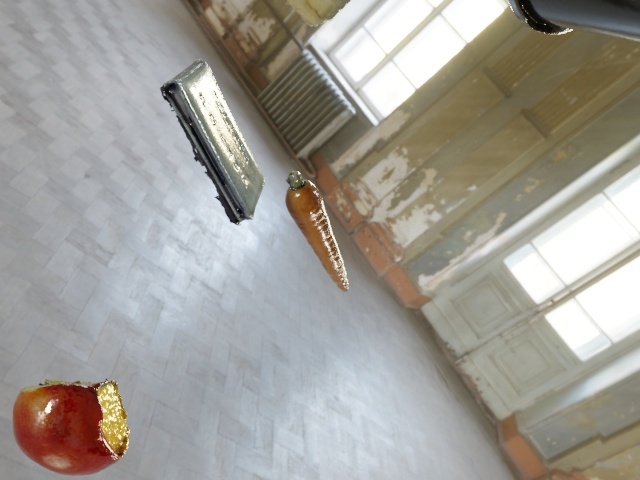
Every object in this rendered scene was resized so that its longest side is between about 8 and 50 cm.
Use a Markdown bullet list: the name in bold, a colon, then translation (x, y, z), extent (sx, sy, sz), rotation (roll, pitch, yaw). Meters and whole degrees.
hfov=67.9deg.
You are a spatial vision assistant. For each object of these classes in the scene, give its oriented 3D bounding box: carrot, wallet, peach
- **carrot**: translation (0.000, 0.000, 0.923), extent (0.069, 0.069, 0.335), rotation (-104, 173, -50)
- **wallet**: translation (-0.146, -0.145, 0.698), extent (0.167, 0.036, 0.222), rotation (-86, 156, -60)
- **peach**: translation (-0.325, 0.240, 0.619), extent (0.151, 0.151, 0.118), rotation (29, 54, -44)

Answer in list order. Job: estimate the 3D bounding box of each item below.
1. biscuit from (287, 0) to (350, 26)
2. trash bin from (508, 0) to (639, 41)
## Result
- **biscuit**: translation (0.003, -0.352, 0.503), extent (0.188, 0.040, 0.265), rotation (0, 86, -37)
- **trash bin**: translation (0.354, -0.352, 0.575), extent (0.214, 0.214, 0.333), rotation (30, 15, -42)
